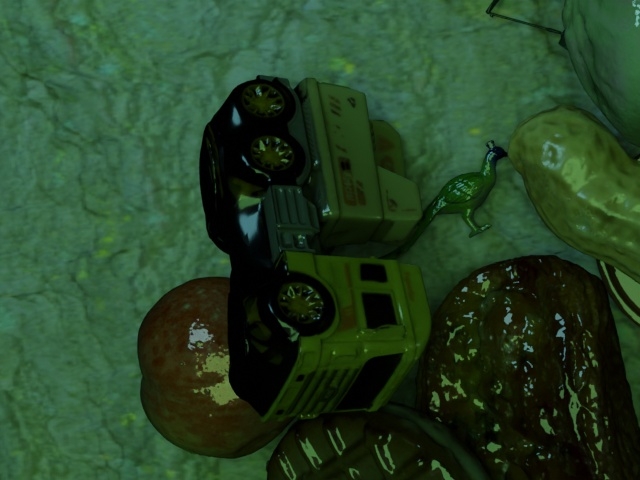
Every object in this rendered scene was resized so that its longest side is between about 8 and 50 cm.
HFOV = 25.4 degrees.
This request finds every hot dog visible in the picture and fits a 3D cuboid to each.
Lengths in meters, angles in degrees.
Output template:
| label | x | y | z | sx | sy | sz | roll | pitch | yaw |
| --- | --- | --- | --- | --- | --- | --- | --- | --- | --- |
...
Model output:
| label | x | y | z | sx | sy | sz | roll | pitch | yaw |
| --- | --- | --- | --- | --- | --- | --- | --- | --- | --- |
| hot dog | 0.250 | 0.212 | 1.625 | 0.267 | 0.174 | 0.388 | -12 | 90 | 47 |

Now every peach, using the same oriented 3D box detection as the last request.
| label | x | y | z | sx | sy | sz | roll | pitch | yaw |
| --- | --- | --- | --- | --- | --- | --- | --- | --- | --- |
| peach | -0.106 | 0.156 | 1.691 | 0.232 | 0.232 | 0.233 | 0 | 92 | 12 |

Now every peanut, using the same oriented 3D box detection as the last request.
| label | x | y | z | sx | sy | sz | roll | pitch | yaw |
| --- | --- | --- | --- | --- | --- | --- | --- | --- | --- |
| peanut | 0.347 | -0.041 | 1.614 | 0.305 | 0.147 | 0.147 | 30 | 97 | 13 |

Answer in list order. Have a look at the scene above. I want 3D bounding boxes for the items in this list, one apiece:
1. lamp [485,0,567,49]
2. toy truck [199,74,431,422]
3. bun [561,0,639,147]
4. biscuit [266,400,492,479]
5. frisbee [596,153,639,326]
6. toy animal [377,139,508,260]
| label | x | y | z | sx | sy | sz | roll | pitch | yaw |
| --- | --- | --- | --- | --- | --- | --- | --- | --- | --- |
| lamp | 0.262 | -0.263 | 1.691 | 0.121 | 0.041 | 0.054 | 32 | 106 | 5 |
| toy truck | 0.000 | 0.000 | 1.603 | 0.254 | 0.181 | 0.405 | 2 | 55 | -17 |
| bun | 0.357 | -0.246 | 1.552 | 0.187 | 0.293 | 0.293 | 18 | 95 | 29 |
| biscuit | 0.078 | 0.333 | 1.646 | 0.332 | 0.103 | 0.332 | 17 | 120 | 31 |
| frisbee | 0.449 | 0.000 | 1.667 | 0.250 | 0.021 | 0.251 | 0 | 91 | 12 |
| toy animal | 0.157 | -0.021 | 1.717 | 0.075 | 0.041 | 0.217 | 46 | 103 | 8 |
